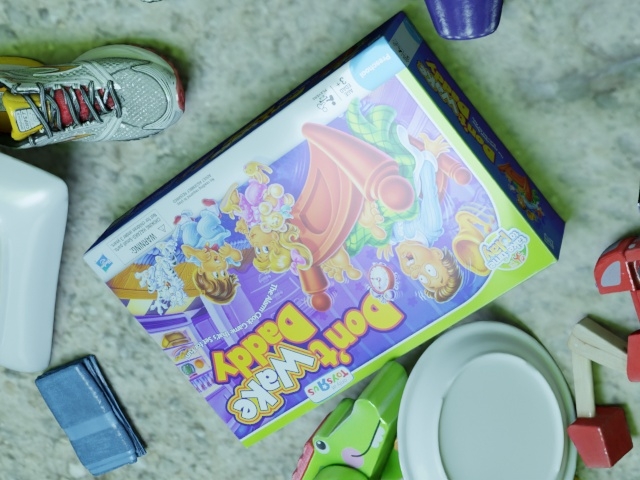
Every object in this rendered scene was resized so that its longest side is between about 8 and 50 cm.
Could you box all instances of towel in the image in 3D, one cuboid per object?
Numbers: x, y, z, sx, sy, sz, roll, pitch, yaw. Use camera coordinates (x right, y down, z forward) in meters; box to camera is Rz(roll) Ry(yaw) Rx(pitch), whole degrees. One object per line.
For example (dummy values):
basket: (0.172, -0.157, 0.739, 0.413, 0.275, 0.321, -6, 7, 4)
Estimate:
towel: (-0.225, 0.172, 1.409, 0.067, 0.029, 0.119, -21, 108, 22)

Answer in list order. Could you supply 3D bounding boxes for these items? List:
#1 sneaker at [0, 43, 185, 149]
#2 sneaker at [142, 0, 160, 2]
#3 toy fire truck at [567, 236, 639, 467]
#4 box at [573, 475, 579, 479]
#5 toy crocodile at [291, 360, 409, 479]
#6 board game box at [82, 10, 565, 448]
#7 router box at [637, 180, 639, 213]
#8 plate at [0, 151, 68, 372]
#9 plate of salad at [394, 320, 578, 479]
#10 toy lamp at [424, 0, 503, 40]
sneaker: (-0.223, -0.112, 1.241, 0.225, 0.092, 0.088, -4, 113, 16)
sneaker: (-0.087, -0.245, 1.162, 0.162, 0.063, 0.073, -13, 107, 20)
toy fire truck: (0.259, 0.094, 1.225, 0.135, 0.047, 0.192, -13, 99, 42)
box: (0.170, 0.278, 1.336, 0.054, 0.059, 0.169, 33, 118, 0)
toy crocodile: (0.010, 0.238, 1.306, 0.105, 0.115, 0.340, 28, 134, 13)
board game box: (0.000, 0.000, 1.242, 0.347, 0.078, 0.233, -34, 102, 26)
router box: (0.335, -0.053, 1.098, 0.179, 0.133, 0.046, -13, 109, 20)
plate: (-0.372, 0.000, 1.314, 0.277, 0.045, 0.278, 22, 137, 4)
plate of salad: (0.141, 0.169, 1.238, 0.048, 0.200, 0.199, -14, 114, 55)
toy lamp: (0.099, -0.288, 1.084, 0.080, 0.080, 0.274, -1, 115, 15)
